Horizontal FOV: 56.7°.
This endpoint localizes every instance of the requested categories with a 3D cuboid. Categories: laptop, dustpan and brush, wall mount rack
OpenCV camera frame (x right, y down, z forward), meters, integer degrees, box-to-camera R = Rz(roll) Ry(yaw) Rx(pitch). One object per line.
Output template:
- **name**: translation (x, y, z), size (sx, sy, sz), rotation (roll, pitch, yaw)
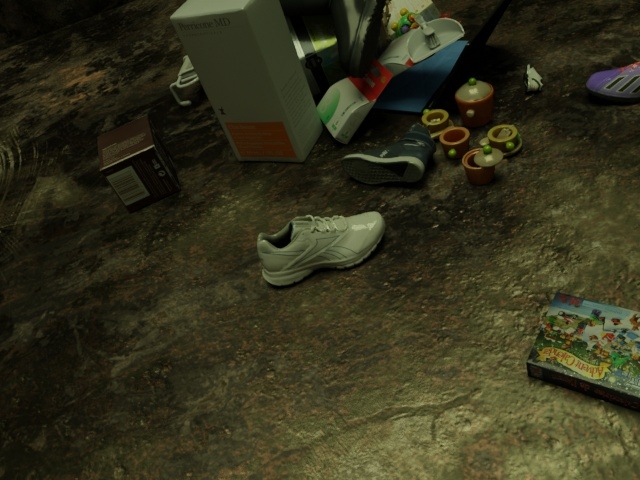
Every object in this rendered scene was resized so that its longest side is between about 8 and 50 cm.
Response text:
- **laptop**: translation (0.319, -0.556, 1.673), size (0.236, 0.408, 0.382), rotation (34, 60, 5)
- **dustpan and brush**: translation (0.281, -0.550, 1.560), size (0.147, 0.060, 0.211), rotation (-27, 27, 13)
- **wall mount rack**: translation (-0.362, -0.604, 2.089), size (0.304, 0.130, 0.350), rotation (-13, 42, 18)

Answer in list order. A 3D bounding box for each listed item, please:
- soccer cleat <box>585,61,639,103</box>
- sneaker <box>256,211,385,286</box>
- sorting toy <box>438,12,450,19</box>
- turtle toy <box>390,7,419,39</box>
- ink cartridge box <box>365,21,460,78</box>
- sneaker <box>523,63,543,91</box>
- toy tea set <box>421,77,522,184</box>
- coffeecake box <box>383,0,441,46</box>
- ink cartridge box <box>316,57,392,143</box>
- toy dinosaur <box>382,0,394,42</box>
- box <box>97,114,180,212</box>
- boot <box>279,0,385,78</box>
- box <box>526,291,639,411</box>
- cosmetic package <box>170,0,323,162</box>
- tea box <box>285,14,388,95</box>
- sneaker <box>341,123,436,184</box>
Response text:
- **soccer cleat**: translation (0.790, -0.392, 1.379), size (0.318, 0.116, 0.109), rotation (8, 49, 29)
- **sneaker**: translation (0.000, 0.000, 1.297), size (0.297, 0.129, 0.111), rotation (-22, 40, -1)
- **sorting toy**: translation (0.309, -0.723, 1.983), size (0.274, 0.046, 0.132), rotation (-4, 45, 19)
- **turtle toy**: translation (0.265, -0.633, 1.800), size (0.130, 0.095, 0.066), rotation (-57, 42, 7)
- **ink cartridge box**: translation (0.252, -0.535, 1.648), size (0.232, 0.066, 0.189), rotation (-20, 28, 54)
- **sneaker**: translation (0.567, -0.431, 1.581), size (0.043, 0.040, 0.109), rotation (6, 50, 6)
- **toy tea set**: translation (0.369, -0.281, 1.435), size (0.200, 0.124, 0.336), rotation (-23, 41, -1)
- **coffeecake box**: translation (0.271, -0.718, 1.902), size (0.185, 0.068, 0.142), rotation (-34, 50, 20)
- **ink cartridge box**: translation (0.087, -0.406, 1.652), size (0.225, 0.056, 0.181), rotation (-56, 35, 23)
- **toy dinosaur**: translation (0.193, -0.698, 1.849), size (0.053, 0.092, 0.183), rotation (-7, 63, 1)
- **box**: translation (-0.531, -0.225, 1.727), size (0.167, 0.168, 0.203), rotation (-25, 42, -2)
- **boot**: translation (-0.056, -0.635, 1.627), size (0.445, 0.146, 0.367), rotation (11, 76, 13)
- **box**: translation (0.478, 0.183, 0.965), size (0.233, 0.044, 0.159), rotation (14, 52, 34)
- **cosmetic package**: translation (-0.178, -0.430, 1.577), size (0.230, 0.453, 0.161), rotation (5, 48, 28)
- **tea box**: translation (0.004, -0.668, 1.816), size (0.323, 0.220, 0.329), rotation (-22, 72, 8)
- **sneaker**: translation (0.178, -0.218, 1.482), size (0.226, 0.086, 0.163), rotation (7, 48, 31)
